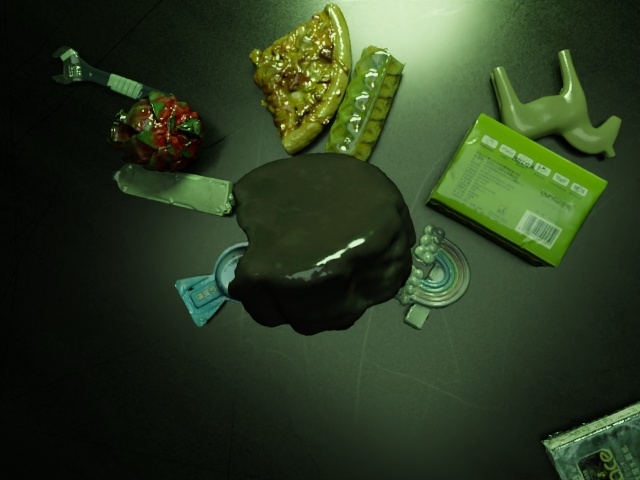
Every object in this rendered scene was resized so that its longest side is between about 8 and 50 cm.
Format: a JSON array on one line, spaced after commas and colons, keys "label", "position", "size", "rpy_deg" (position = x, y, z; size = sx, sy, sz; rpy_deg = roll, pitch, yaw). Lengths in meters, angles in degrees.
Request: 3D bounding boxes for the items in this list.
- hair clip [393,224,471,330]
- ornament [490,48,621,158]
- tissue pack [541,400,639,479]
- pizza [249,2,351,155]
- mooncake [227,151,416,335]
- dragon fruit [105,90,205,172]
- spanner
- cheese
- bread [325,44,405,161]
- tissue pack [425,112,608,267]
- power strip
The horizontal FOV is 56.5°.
[{"label": "hair clip", "position": [0.243, 0.089, 1.284], "size": [0.140, 0.054, 0.220], "rpy_deg": [29, 90, 12]}, {"label": "ornament", "position": [0.496, -0.267, 1.241], "size": [0.230, 0.061, 0.245], "rpy_deg": [-15, 88, 4]}, {"label": "tissue pack", "position": [0.608, 0.455, 1.232], "size": [0.235, 0.073, 0.173], "rpy_deg": [-24, 87, 6]}, {"label": "pizza", "position": [-0.052, -0.357, 1.290], "size": [0.226, 0.086, 0.335], "rpy_deg": [19, 94, 4]}, {"label": "mooncake", "position": [0.000, 0.000, 1.153], "size": [0.351, 0.381, 0.212], "rpy_deg": [-7, 132, 19]}, {"label": "dragon fruit", "position": [-0.346, -0.233, 1.281], "size": [0.189, 0.182, 0.182], "rpy_deg": [34, 94, -1]}, {"label": "spanner", "position": [-0.476, -0.357, 1.366], "size": [0.316, 0.024, 0.087], "rpy_deg": [22, 95, 4]}, {"label": "cheese", "position": [-0.197, 0.088, 1.325], "size": [0.245, 0.052, 0.135], "rpy_deg": [-29, 85, 7]}, {"label": "bread", "position": [0.090, -0.276, 1.273], "size": [0.087, 0.098, 0.269], "rpy_deg": [25, 94, 48]}, {"label": "tissue pack", "position": [0.383, -0.096, 1.203], "size": [0.275, 0.167, 0.200], "rpy_deg": [30, 92, 6]}, {"label": "power strip", "position": [-0.327, -0.116, 1.338], "size": [0.286, 0.048, 0.080], "rpy_deg": [12, 90, 6]}]
